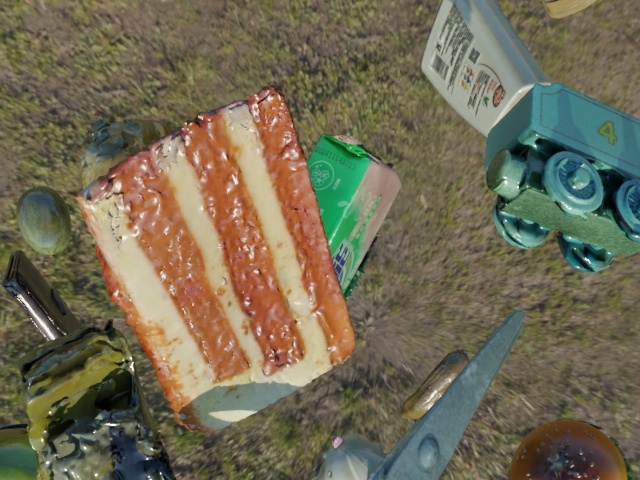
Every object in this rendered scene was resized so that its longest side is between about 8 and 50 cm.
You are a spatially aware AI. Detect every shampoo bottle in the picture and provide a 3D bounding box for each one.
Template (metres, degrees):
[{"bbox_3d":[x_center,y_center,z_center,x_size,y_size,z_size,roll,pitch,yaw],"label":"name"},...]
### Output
[{"bbox_3d":[0.238,-0.199,1.013,0.071,0.153,0.284,-12,51,-30],"label":"shampoo bottle"}]

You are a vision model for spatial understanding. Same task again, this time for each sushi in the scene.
[{"bbox_3d":[-0.188,0.224,0.702,0.139,0.131,0.291,-23,107,-23],"label":"sushi"}]

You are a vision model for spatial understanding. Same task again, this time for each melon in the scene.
[{"bbox_3d":[-0.619,-0.049,1.769,0.114,0.114,0.167,-21,84,1],"label":"melon"}]

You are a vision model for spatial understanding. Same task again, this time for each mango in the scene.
[{"bbox_3d":[-0.409,0.301,1.043,0.232,0.125,0.111,-3,91,24],"label":"mango"}]

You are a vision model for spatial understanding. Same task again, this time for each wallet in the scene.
[{"bbox_3d":[-0.462,0.130,1.355,0.042,0.124,0.230,-31,118,-1],"label":"wallet"}]

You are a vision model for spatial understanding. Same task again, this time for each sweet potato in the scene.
[{"bbox_3d":[0.234,0.316,1.658,0.062,0.081,0.233,47,122,16],"label":"sweet potato"}]

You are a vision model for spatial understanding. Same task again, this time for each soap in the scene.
[{"bbox_3d":[-0.002,-0.001,1.058,0.098,0.218,0.273,29,93,26],"label":"soap"}]

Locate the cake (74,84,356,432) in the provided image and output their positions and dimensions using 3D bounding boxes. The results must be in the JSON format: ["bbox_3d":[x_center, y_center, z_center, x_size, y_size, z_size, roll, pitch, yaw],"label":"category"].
[{"bbox_3d":[-0.062,0.034,0.552,0.158,0.262,0.160,-29,79,-12],"label":"cake"}]

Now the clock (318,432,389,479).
[{"bbox_3d":[0.061,0.339,1.101,0.103,0.231,0.144,-38,74,-23],"label":"clock"}]

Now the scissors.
[{"bbox_3d":[0.060,0.197,0.621,0.447,0.029,0.193,-44,109,-35],"label":"scissors"}]

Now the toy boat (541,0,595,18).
[{"bbox_3d":[0.392,-0.433,1.203,0.116,0.061,0.188,36,113,27],"label":"toy boat"}]

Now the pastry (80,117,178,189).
[{"bbox_3d":[-0.329,-0.098,1.569,0.136,0.329,0.330,-6,83,31],"label":"pastry"}]

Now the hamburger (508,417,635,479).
[{"bbox_3d":[0.464,0.451,1.495,0.246,0.170,0.246,-18,52,25],"label":"hamburger"}]

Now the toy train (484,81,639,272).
[{"bbox_3d":[0.252,-0.059,0.765,0.197,0.107,0.154,20,58,-14],"label":"toy train"}]
